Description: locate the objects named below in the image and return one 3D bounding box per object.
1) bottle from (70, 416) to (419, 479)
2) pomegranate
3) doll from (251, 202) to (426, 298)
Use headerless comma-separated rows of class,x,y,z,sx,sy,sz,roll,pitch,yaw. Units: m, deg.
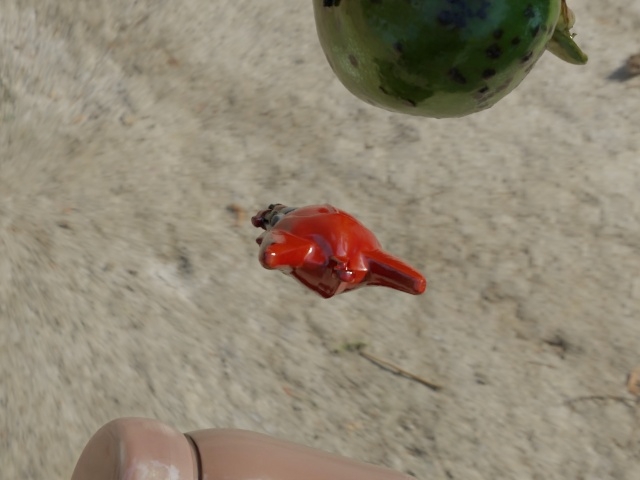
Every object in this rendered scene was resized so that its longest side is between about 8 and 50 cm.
bottle,-0.069,0.255,1.269,0.296,0.173,0.206,19,119,-26
pomegranate,0.109,-0.196,1.209,0.263,0.211,0.211,-1,92,-33
doll,0.000,0.000,1.037,0.109,0.169,0.057,10,107,-14
